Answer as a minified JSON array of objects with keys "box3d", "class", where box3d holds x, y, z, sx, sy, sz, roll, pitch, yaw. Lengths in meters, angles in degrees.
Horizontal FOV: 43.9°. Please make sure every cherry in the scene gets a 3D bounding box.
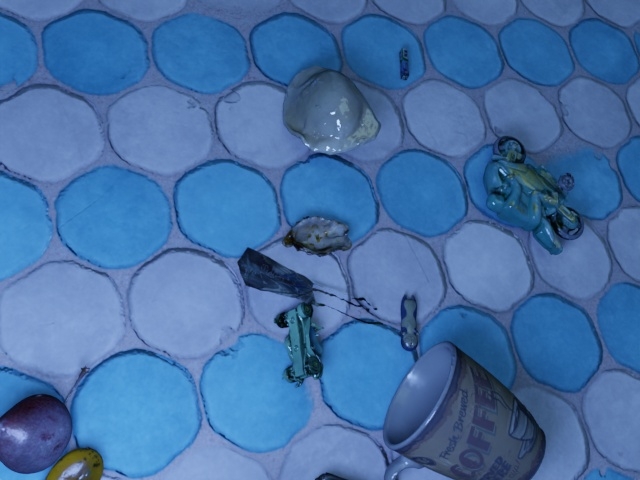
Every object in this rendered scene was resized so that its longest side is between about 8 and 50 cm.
[{"box3d":[-0.452,0.284,1.281,0.115,0.148,0.188,25,79,41],"class":"cherry"}]

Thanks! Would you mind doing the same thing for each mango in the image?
[{"box3d":[-0.407,0.391,1.303,0.114,0.057,0.079,-47,120,-13],"class":"mango"}]

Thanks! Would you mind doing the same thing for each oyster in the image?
[{"box3d":[-0.009,-0.002,1.638,0.148,0.051,0.103,6,46,-17],"class":"oyster"}]

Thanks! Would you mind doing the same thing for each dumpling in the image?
[{"box3d":[0.004,-0.285,1.744,0.179,0.131,0.252,-36,68,-8],"class":"dumpling"}]

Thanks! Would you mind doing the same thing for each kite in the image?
[{"box3d":[-0.020,0.103,1.552,0.310,0.015,0.169,23,19,-8],"class":"kite"}]

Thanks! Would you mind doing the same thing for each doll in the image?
[{"box3d":[0.183,0.169,1.637,0.037,0.027,0.125,6,64,-9],"class":"doll"}]

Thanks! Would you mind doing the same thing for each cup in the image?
[{"box3d":[0.258,0.381,1.474,0.257,0.227,0.301,34,88,-6],"class":"cup"}]

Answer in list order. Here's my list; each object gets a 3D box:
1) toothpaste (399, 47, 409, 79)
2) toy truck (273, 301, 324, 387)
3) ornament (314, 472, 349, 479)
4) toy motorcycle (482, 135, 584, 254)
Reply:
[{"box3d":[0.204,-0.431,1.937,0.017,0.020,0.083,6,64,-12],"class":"toothpaste"},{"box3d":[-0.029,0.201,1.528,0.078,0.080,0.154,13,58,-44],"class":"toy truck"},{"box3d":[0.046,0.553,1.378,0.202,0.080,0.236,26,57,-3],"class":"ornament"},{"box3d":[0.478,-0.103,1.829,0.198,0.109,0.296,-37,80,-27],"class":"toy motorcycle"}]
